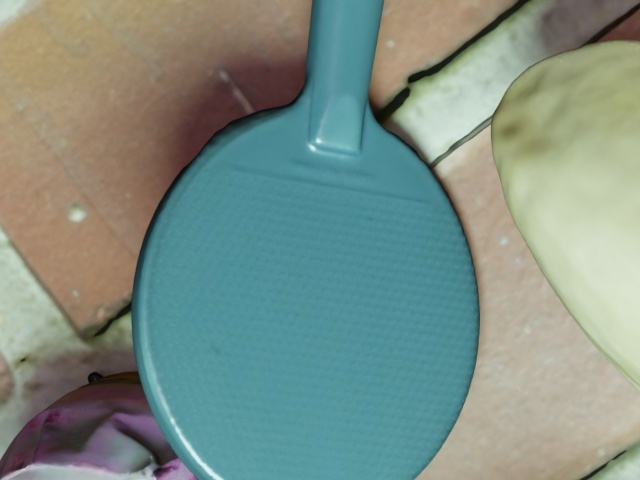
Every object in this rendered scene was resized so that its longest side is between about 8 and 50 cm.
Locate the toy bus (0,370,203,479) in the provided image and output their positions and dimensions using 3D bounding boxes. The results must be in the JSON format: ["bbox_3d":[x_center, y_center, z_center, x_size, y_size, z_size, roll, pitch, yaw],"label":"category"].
[{"bbox_3d":[-0.118,0.276,1.105,0.171,0.162,0.386,6,98,15],"label":"toy bus"}]

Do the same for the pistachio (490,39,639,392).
[{"bbox_3d":[0.231,0.004,0.958,0.318,0.193,0.214,37,120,20],"label":"pistachio"}]

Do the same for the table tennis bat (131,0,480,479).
[{"bbox_3d":[0.000,0.000,1.057,0.215,0.044,0.329,9,80,-20],"label":"table tennis bat"}]
